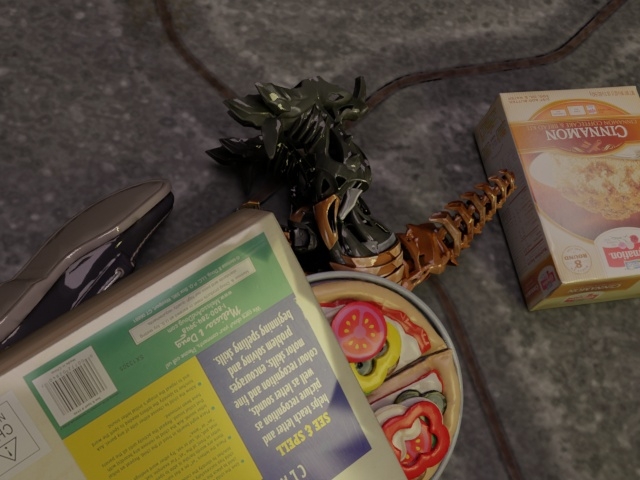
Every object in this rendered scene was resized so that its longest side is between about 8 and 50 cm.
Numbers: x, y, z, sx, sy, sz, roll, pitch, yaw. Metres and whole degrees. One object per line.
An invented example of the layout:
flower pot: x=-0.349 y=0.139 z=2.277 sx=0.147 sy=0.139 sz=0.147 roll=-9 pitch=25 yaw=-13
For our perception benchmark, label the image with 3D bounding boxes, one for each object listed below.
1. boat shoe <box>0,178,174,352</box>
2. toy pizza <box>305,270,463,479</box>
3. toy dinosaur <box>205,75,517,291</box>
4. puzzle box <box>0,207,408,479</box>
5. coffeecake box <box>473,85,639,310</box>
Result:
boat shoe: x=-0.182 y=0.030 z=0.647 sx=0.206 sy=0.075 sz=0.065 roll=-48 pitch=124 yaw=-32
toy pizza: x=0.014 y=0.122 z=0.594 sx=0.201 sy=0.032 sz=0.201 roll=-2 pitch=96 yaw=-18
toy dinosaur: x=0.000 y=0.000 z=0.666 sx=0.322 sy=0.164 sz=0.218 roll=-16 pitch=83 yaw=-38
puzzle box: x=-0.140 y=0.197 z=0.476 sx=0.409 sy=0.052 sz=0.272 roll=-32 pitch=108 yaw=-20
coffeecake box: x=0.236 y=-0.041 z=0.752 sx=0.142 sy=0.068 sz=0.185 roll=-6 pitch=67 yaw=-15
